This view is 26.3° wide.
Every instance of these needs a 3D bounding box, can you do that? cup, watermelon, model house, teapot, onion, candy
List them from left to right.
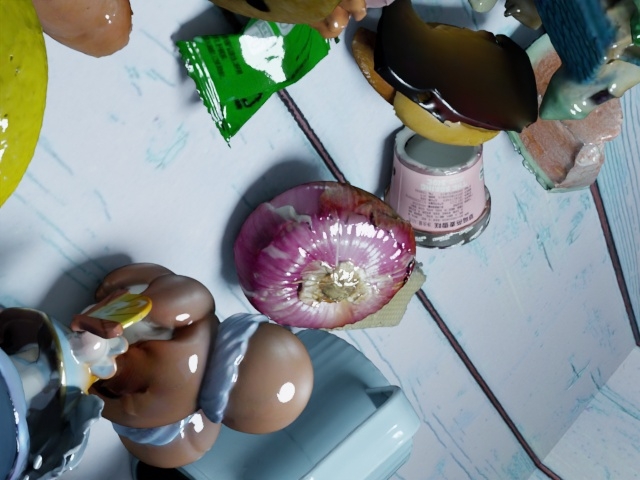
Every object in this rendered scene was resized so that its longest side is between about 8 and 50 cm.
[{"bbox_3d":[-0.053,-0.206,1.468,0.203,0.078,0.141,-46,153,-25],"label":"candy"},{"bbox_3d":[-0.052,0.281,1.846,0.311,0.257,0.331,-38,162,-31],"label":"cup"},{"bbox_3d":[0.000,0.000,1.727,0.230,0.163,0.230,-10,143,-8],"label":"onion"},{"bbox_3d":[0.282,-0.338,1.851,0.121,0.068,0.076,-63,-176,-28],"label":"teapot"},{"bbox_3d":[0.350,-0.173,2.006,0.148,0.226,0.318,-16,131,-9],"label":"watermelon"},{"bbox_3d":[0.302,-0.316,1.656,0.280,0.312,0.245,-27,174,35],"label":"model house"}]

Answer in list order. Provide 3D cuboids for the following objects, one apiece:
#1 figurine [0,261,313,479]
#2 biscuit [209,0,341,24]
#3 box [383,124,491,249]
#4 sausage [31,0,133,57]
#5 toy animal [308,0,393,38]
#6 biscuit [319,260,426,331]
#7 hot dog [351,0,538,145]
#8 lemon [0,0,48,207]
[{"bbox_3d":[-0.220,0.149,1.451,0.276,0.248,0.388,-22,178,38],"label":"figurine"},{"bbox_3d":[-0.136,-0.288,1.008,0.367,0.314,0.063,44,71,-35],"label":"biscuit"},{"bbox_3d":[0.160,-0.086,1.875,0.151,0.151,0.135,-35,140,-31],"label":"box"},{"bbox_3d":[-0.259,-0.262,1.052,0.094,0.094,0.419,-59,153,-10],"label":"sausage"},{"bbox_3d":[0.071,-0.348,1.403,0.281,0.169,0.195,-41,-175,-19],"label":"toy animal"},{"bbox_3d":[0.067,0.075,2.007,0.239,0.062,0.108,1,122,-59],"label":"biscuit"},{"bbox_3d":[0.139,-0.210,1.721,0.107,0.194,0.326,-23,146,36],"label":"hot dog"},{"bbox_3d":[-0.322,-0.106,0.977,0.267,0.267,0.267,-38,150,-27],"label":"lemon"}]
